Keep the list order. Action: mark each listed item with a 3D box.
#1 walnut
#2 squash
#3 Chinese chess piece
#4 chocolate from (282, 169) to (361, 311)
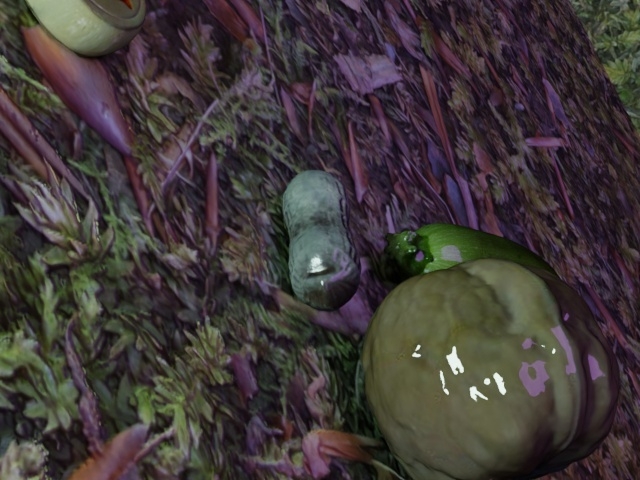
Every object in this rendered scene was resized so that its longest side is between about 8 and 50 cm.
[{"bbox_3d":[0.163,0.129,1.221,0.248,0.248,0.248,41,33,-34],"label":"walnut"},{"bbox_3d":[0.204,0.046,1.511,0.395,0.107,0.107,20,47,-50],"label":"squash"},{"bbox_3d":[-0.211,-0.224,1.114,0.122,0.051,0.122,40,34,-35],"label":"Chinese chess piece"},{"bbox_3d":[0.000,0.000,1.241,0.072,0.072,0.167,33,35,-42],"label":"chocolate"}]
